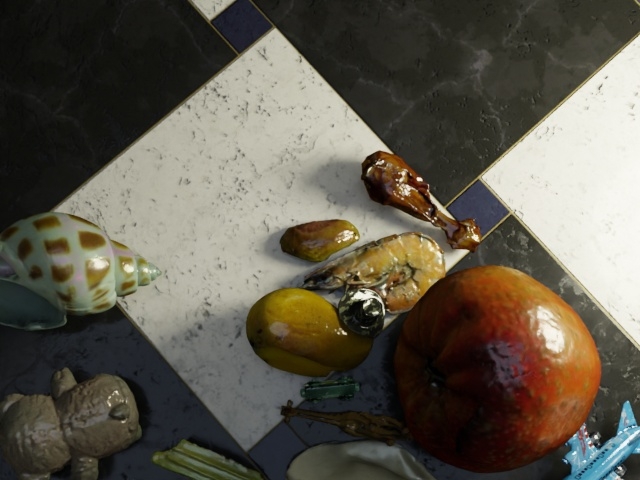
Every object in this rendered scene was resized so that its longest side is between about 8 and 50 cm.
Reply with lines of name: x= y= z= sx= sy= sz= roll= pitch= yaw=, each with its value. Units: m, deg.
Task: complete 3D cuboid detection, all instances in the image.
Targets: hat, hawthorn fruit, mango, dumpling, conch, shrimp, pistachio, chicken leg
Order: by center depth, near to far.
hawthorn fruit: x=0.355 y=0.242 z=1.724 sx=0.402 sy=0.403 sz=0.403 roll=0 pitch=80 yaw=-2
dumpling: x=0.113 y=0.525 z=1.769 sx=0.341 sy=0.181 sz=0.260 roll=29 pitch=50 yaw=36
conch: x=-0.519 y=0.065 z=1.813 sx=0.368 sy=0.197 sz=0.249 roll=18 pitch=116 yaw=-3
hat: x=0.096 y=0.141 z=1.827 sx=0.121 sy=0.050 sz=0.121 roll=18 pitch=55 yaw=-27
mango: x=-0.022 y=0.191 z=1.835 sx=0.262 sy=0.130 sz=0.167 roll=23 pitch=67 yaw=-7
shrimp: x=0.113 y=0.084 z=1.895 sx=0.316 sy=0.062 sz=0.164 roll=-16 pitch=88 yaw=-3
pistachio: x=0.000 y=0.000 z=1.909 sx=0.173 sy=0.049 sz=0.090 roll=-9 pitch=81 yaw=-3
chicken leg: x=0.209 y=-0.074 z=1.912 sx=0.304 sy=0.093 sz=0.113 roll=39 pitch=63 yaw=0

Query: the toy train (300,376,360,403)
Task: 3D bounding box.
toy train: x=0.019 y=0.301 z=1.839 sx=0.122 sy=0.081 sz=0.050 roll=-5 pitch=89 yaw=-2

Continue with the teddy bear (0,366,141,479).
teddy bear: x=-0.490 y=0.367 z=1.776 sx=0.267 sy=0.151 sz=0.236 roll=-21 pitch=79 yaw=-6

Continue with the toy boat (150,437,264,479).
toy boat: x=-0.197 y=0.467 z=1.787 sx=0.276 sy=0.111 sz=0.084 roll=27 pitch=75 yaw=4

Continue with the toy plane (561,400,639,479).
toy plane: x=0.557 y=0.452 z=1.816 sx=0.271 sy=0.105 sz=0.254 roll=-36 pitch=82 yaw=-6

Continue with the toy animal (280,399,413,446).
toy animal: x=0.055 y=0.366 z=1.816 sx=0.275 sy=0.149 sz=0.054 roll=8 pitch=87 yaw=31
